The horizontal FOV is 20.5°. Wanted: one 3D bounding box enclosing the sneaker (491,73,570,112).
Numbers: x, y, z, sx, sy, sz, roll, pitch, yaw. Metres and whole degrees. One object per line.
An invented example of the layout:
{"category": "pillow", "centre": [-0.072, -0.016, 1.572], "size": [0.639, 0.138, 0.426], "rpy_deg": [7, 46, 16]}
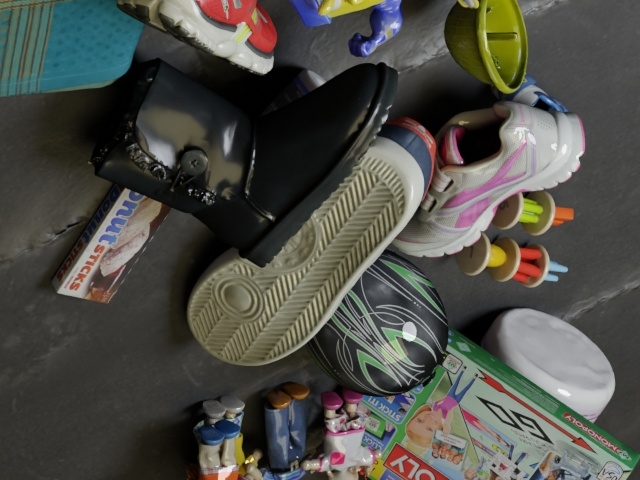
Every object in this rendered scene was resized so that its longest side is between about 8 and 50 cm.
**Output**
{"category": "sneaker", "centre": [0.237, -0.131, 1.906], "size": [0.053, 0.059, 0.144], "rpy_deg": [-46, 138, 11]}

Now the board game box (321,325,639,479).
{"category": "board game box", "centre": [0.182, 0.244, 2.065], "size": [0.213, 0.317, 0.046], "rpy_deg": [-61, 170, 27]}

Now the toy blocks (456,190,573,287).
{"category": "toy blocks", "centre": [0.244, -0.002, 2.039], "size": [0.148, 0.054, 0.123], "rpy_deg": [11, 123, -39]}

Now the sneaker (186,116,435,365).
{"category": "sneaker", "centre": [0.000, 0.000, 1.846], "size": [0.350, 0.131, 0.148], "rpy_deg": [-40, -174, 34]}

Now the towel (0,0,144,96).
{"category": "towel", "centre": [-0.249, -0.238, 1.436], "size": [0.271, 0.040, 0.370], "rpy_deg": [-10, 150, -25]}

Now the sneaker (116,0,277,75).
{"category": "sneaker", "centre": [-0.080, -0.218, 1.522], "size": [0.118, 0.107, 0.279], "rpy_deg": [-63, 172, 5]}

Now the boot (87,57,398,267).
{"category": "boot", "centre": [-0.075, -0.110, 1.646], "size": [0.207, 0.094, 0.246], "rpy_deg": [32, 115, -19]}

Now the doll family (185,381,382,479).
{"category": "doll family", "centre": [-0.064, 0.254, 2.056], "size": [0.263, 0.118, 0.163], "rpy_deg": [-12, 117, -29]}

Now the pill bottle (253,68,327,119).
{"category": "pill bottle", "centre": [-0.035, -0.096, 1.751], "size": [0.137, 0.078, 0.078], "rpy_deg": [-45, 138, 12]}

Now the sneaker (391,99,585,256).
{"category": "sneaker", "centre": [0.148, -0.076, 1.853], "size": [0.111, 0.103, 0.252], "rpy_deg": [27, 130, -36]}

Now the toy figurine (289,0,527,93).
{"category": "toy figurine", "centre": [0.043, -0.268, 1.633], "size": [0.217, 0.191, 0.362], "rpy_deg": [-10, 151, 19]}

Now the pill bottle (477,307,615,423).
{"category": "pill bottle", "centre": [0.218, 0.244, 2.172], "size": [0.169, 0.169, 0.301], "rpy_deg": [7, 126, -37]}

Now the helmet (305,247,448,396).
{"category": "helmet", "centre": [0.056, 0.088, 1.937], "size": [0.169, 0.169, 0.161], "rpy_deg": [-42, 155, 9]}

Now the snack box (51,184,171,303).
{"category": "snack box", "centre": [-0.198, -0.013, 1.770], "size": [0.064, 0.022, 0.178], "rpy_deg": [16, 120, -40]}
